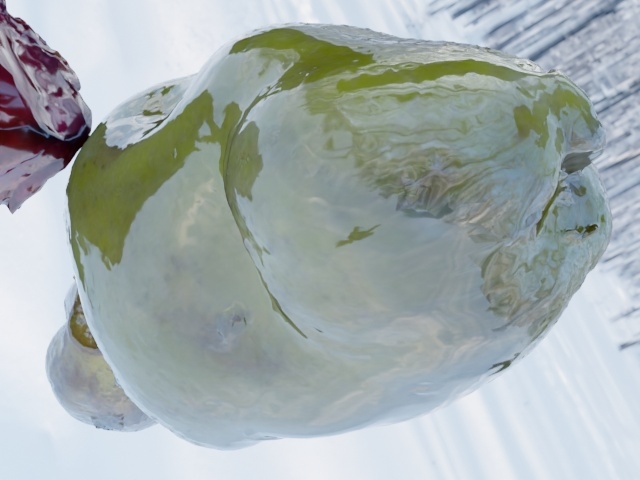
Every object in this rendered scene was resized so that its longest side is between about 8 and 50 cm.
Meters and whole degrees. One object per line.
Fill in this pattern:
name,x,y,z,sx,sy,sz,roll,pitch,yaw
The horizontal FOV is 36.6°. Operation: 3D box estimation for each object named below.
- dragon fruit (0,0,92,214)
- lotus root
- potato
dragon fruit,-0.286,-0.069,0.487,0.330,0.302,0.240,12,17,-18
lotus root,-0.216,0.119,1.069,0.193,0.193,0.291,64,-13,13
potato,-0.003,0.001,0.485,0.218,0.351,0.202,49,57,-17
